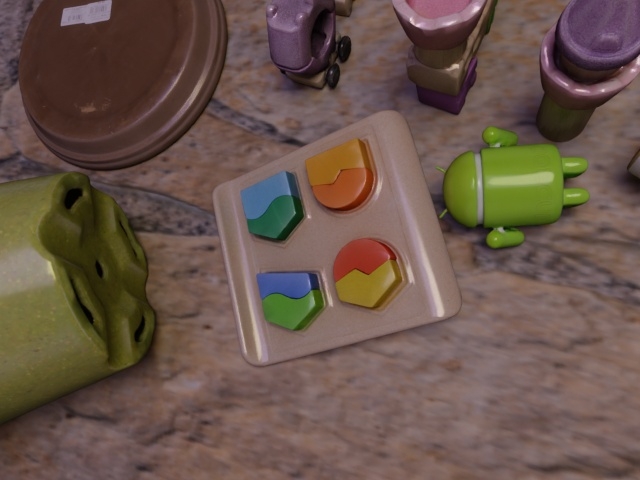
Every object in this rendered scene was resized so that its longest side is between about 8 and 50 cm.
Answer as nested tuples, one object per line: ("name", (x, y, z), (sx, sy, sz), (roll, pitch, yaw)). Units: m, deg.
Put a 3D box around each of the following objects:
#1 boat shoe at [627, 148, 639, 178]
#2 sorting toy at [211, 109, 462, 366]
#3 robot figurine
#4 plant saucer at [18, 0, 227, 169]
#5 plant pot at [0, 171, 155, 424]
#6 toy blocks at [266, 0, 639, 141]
("boat shoe", (0.367, -0.102, 0.349), (0.277, 0.098, 0.096), (-30, 72, 8))
("sorting toy", (0.000, 0.000, 0.454), (0.208, 0.038, 0.192), (-19, 75, 20))
("robot figurine", (0.156, -0.045, 0.414), (0.115, 0.067, 0.101), (-3, 91, 16))
("plant saucer", (-0.241, -0.218, 0.577), (0.278, 0.041, 0.277), (-3, 79, 16))
("plant pot", (-0.303, 0.060, 0.444), (0.254, 0.276, 0.275), (-16, 75, 0))
("toy blocks", (0.110, -0.265, 0.368), (0.309, 0.260, 0.288), (20, 86, 18))
